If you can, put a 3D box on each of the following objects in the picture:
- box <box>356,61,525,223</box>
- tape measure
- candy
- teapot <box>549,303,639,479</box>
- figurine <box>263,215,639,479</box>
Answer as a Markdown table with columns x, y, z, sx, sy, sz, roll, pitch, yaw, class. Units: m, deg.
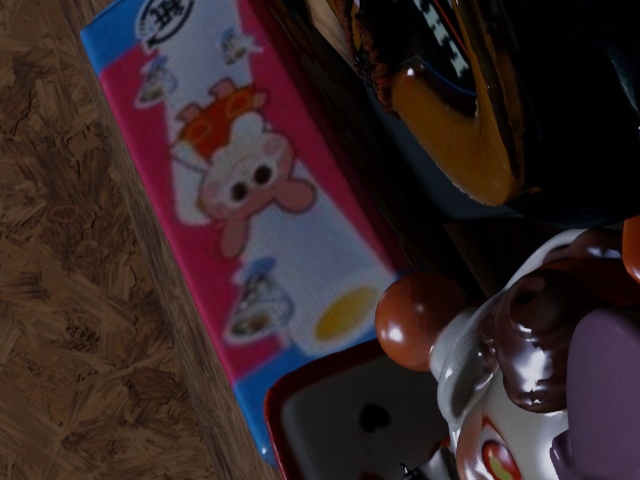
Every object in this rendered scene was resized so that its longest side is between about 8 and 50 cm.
| x | y | z | sx | sy | sz | roll | pitch | yaw | class |
| --- | --- | --- | --- | --- | --- | --- | --- | --- | --- |
| 0.059 | -0.084 | 0.695 | 0.230 | 0.050 | 0.160 | 173 | 77 | -79 | box |
| 0.058 | -0.108 | 0.456 | 0.202 | 0.135 | 0.223 | 59 | 170 | 5 | tape measure |
| 0.001 | -0.001 | 0.852 | 0.157 | 0.100 | 0.306 | 44 | -165 | -46 | candy |
| 0.115 | 0.023 | 0.356 | 0.148 | 0.146 | 0.116 | -128 | 21 | -59 | teapot |
| 0.099 | 0.069 | 0.563 | 0.183 | 0.160 | 0.226 | 66 | 161 | 16 | figurine |
